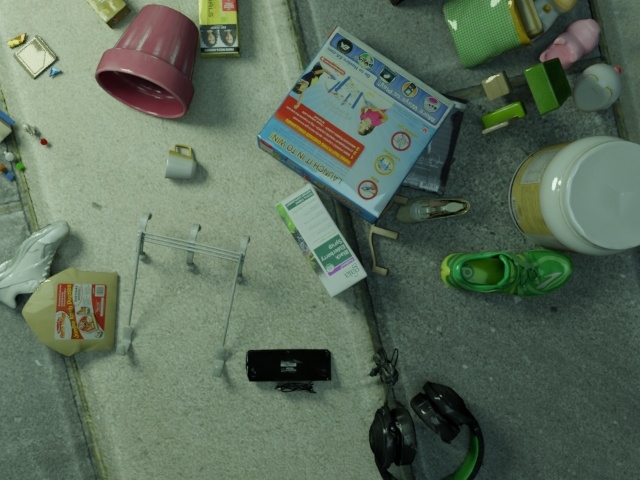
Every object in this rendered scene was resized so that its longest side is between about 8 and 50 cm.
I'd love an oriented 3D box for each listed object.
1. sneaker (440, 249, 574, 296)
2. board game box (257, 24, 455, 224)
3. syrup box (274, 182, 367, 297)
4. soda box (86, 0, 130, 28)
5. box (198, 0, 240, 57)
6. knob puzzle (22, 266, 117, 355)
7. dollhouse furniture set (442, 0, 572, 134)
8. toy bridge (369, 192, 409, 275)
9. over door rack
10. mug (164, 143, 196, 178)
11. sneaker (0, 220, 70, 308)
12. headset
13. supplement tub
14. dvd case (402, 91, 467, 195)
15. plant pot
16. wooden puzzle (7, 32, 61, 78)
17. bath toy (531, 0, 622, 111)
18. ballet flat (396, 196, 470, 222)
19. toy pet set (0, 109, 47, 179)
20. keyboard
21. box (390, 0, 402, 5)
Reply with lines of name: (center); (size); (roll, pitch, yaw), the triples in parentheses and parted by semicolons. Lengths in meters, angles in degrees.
sneaker: (0.417, 0.077, 1.700); (0.295, 0.123, 0.110); (-2, 92, -4)
board game box: (0.075, -0.244, 1.648); (0.308, 0.086, 0.302); (35, 81, 2)
syrup box: (0.000, 0.000, 1.689); (0.093, 0.096, 0.237); (-32, 93, -2)
soda box: (-0.492, -0.547, 1.658); (0.061, 0.058, 0.181); (-42, 94, -1)
box: (-0.220, -0.516, 1.673); (0.087, 0.058, 0.233); (-1, 92, -2)
knob puzzle: (-0.544, 0.153, 1.678); (0.213, 0.030, 0.213); (-2, 94, -26)
dollhouse furniture set: (0.370, -0.394, 1.621); (0.197, 0.151, 0.302); (-19, 98, 34)
toy bridge: (0.143, -0.019, 1.722); (0.063, 0.026, 0.188); (17, 99, 16)
over door rack: (-0.298, 0.112, 1.683); (0.239, 0.108, 0.325); (13, 106, -3)
mug: (-0.302, -0.168, 1.685); (0.064, 0.062, 0.078); (9, 99, -11)
sneaker: (-0.611, 0.055, 1.672); (0.232, 0.090, 0.115); (-41, 101, 8)
headset: (0.213, 0.407, 1.673); (0.243, 0.185, 0.394); (-28, 105, -2)
supplement tub: (0.545, -0.091, 1.596); (0.240, 0.331, 0.241); (0, 93, -3)
dvd case: (0.221, -0.226, 1.730); (0.164, 0.018, 0.221); (14, 92, -2)
plant pot: (-0.344, -0.381, 1.616); (0.201, 0.201, 0.180); (19, 76, -4)
wooden puzzle: (-0.620, -0.400, 1.681); (0.078, 0.014, 0.116); (-33, 94, 3)
bath toy: (0.539, -0.443, 1.691); (0.348, 0.129, 0.151); (51, 133, -2)
ballet flat: (0.252, -0.073, 1.720); (0.168, 0.052, 0.057); (-9, 92, -2)
toy pet set: (-0.676, -0.218, 1.674); (0.122, 0.065, 0.114); (-43, 129, 2)
keyboard: (-0.072, 0.295, 1.736); (0.191, 0.038, 0.100); (0, 69, -2)
box: (0.175, -0.641, 1.634); (0.167, 0.168, 0.203); (-36, 93, 0)
